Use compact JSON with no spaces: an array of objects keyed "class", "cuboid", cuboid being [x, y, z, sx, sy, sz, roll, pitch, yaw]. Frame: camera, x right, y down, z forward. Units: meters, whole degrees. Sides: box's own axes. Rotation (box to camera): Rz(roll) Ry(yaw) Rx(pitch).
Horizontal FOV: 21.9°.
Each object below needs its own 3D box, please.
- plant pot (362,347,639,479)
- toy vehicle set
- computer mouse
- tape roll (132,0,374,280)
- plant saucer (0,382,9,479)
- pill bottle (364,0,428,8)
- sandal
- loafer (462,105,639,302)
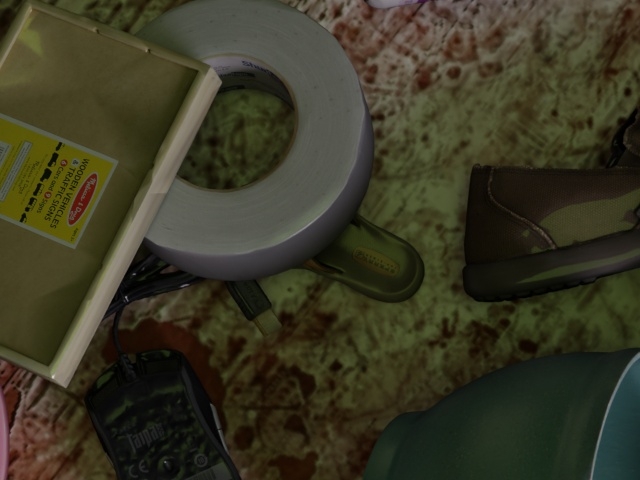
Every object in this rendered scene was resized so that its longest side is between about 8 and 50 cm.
[{"class":"plant pot","cuboid":[0.145,0.220,1.231,0.196,0.293,0.293,2,86,26]},{"class":"toy vehicle set","cuboid":[-0.209,-0.041,1.258,0.166,0.035,0.266,23,79,15]},{"class":"computer mouse","cuboid":[-0.101,0.127,1.328,0.184,0.060,0.262,-30,77,-1]},{"class":"tape roll","cuboid":[-0.069,-0.082,1.307,0.219,0.072,0.219,-3,73,8]},{"class":"plant saucer","cuboid":[-0.408,0.162,1.307,0.332,0.084,0.332,0,85,-1]},{"class":"pill bottle","cuboid":[0.168,-0.290,1.303,0.302,0.169,0.169,-11,86,-1]},{"class":"sandal","cuboid":[0.000,0.000,1.339,0.180,0.049,0.072,21,86,1]},{"class":"loafer","cuboid":[0.282,-0.049,1.303,0.366,0.134,0.130,-13,87,-2]}]
